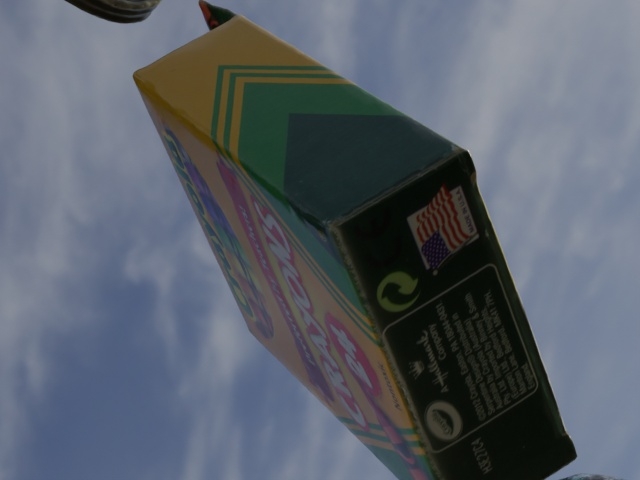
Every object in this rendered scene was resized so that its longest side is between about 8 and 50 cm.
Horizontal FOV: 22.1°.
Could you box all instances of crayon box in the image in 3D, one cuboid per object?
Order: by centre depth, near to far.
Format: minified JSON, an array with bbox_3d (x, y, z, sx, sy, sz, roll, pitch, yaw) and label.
[{"bbox_3d":[0.000,0.000,0.918,0.081,0.318,0.202,-31,-59,-13],"label":"crayon box"}]

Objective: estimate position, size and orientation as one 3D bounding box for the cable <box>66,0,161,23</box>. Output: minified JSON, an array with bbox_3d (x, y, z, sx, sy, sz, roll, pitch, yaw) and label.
[{"bbox_3d":[-0.233,-0.231,1.097,0.287,0.139,0.072,31,-47,-8],"label":"cable"}]

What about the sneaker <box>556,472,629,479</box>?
[{"bbox_3d":[0.032,0.191,0.537,0.283,0.122,0.110,-43,-73,-5],"label":"sneaker"}]
